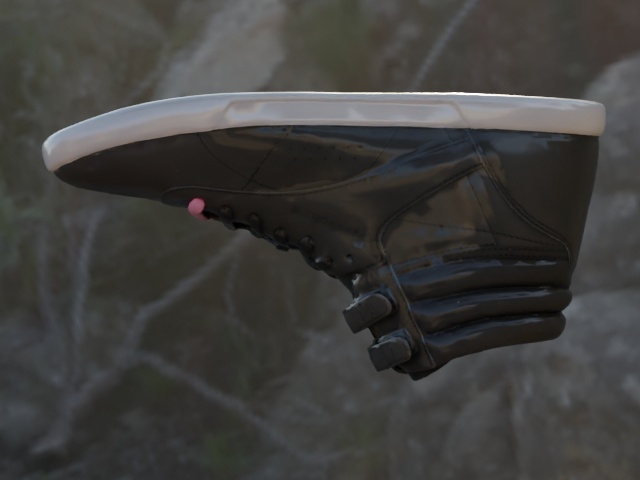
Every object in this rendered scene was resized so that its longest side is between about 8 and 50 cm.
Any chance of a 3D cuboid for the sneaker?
[{"bbox_3d":[0.000,0.000,0.995,0.296,0.146,0.104,0,-1,3],"label":"sneaker"}]
